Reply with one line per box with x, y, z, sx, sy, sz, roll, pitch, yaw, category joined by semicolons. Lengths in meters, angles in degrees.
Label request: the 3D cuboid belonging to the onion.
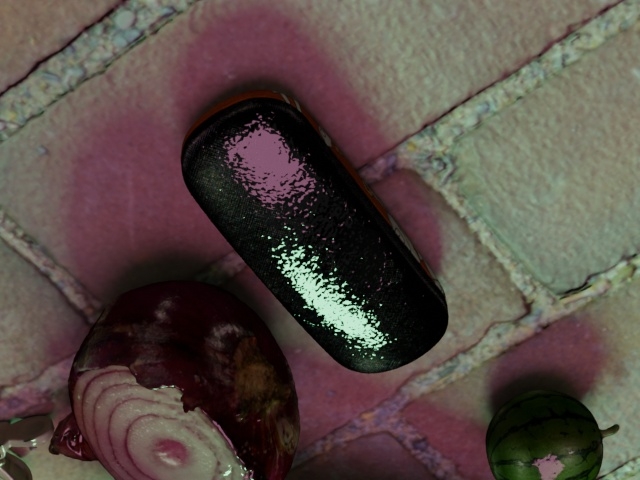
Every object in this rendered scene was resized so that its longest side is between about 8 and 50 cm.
-0.122;0.127;1.031;0.218;0.140;0.195;-19;123;39;onion

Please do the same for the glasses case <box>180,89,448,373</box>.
0.000;0.000;0.986;0.103;0.067;0.266;-28;123;17;glasses case

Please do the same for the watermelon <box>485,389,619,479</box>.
0.191;0.172;1.102;0.109;0.109;0.109;-2;125;-3;watermelon

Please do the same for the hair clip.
-0.324;0.136;1.079;0.226;0.034;0.072;28;115;-20;hair clip
